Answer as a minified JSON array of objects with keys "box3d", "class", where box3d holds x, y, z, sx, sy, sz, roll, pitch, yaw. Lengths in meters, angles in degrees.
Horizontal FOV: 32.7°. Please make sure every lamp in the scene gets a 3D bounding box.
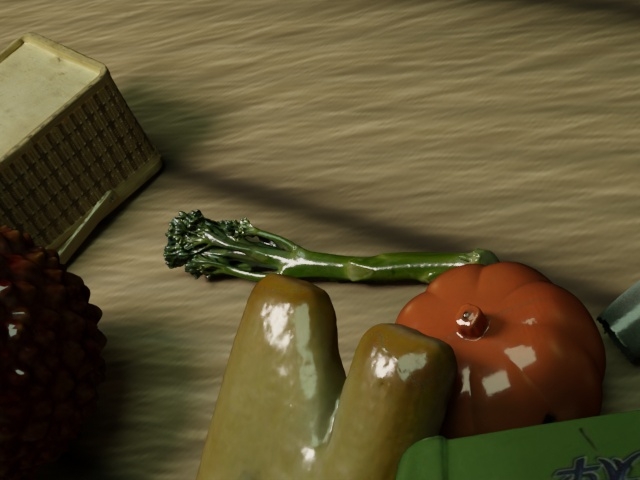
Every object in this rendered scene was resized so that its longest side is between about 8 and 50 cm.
[{"box3d":[0.145,0.105,0.922,0.187,0.164,0.188,-13,49,15],"class":"lamp"}]

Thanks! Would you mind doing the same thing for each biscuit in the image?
[{"box3d":[-0.014,0.188,0.909,0.237,0.062,0.291,24,99,45],"class":"biscuit"}]

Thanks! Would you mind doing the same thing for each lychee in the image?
[{"box3d":[-0.385,0.131,1.104,0.330,0.306,0.306,1,48,-3],"class":"lychee"}]

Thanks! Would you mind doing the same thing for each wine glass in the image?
[{"box3d":[0.337,0.032,0.959,0.198,0.066,0.066,-37,45,-2],"class":"wine glass"}]

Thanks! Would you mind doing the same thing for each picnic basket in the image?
[{"box3d":[-0.390,-0.084,1.371,0.313,0.175,0.228,-45,45,-19],"class":"picnic basket"}]

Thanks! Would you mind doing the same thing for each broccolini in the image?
[{"box3d":[-0.002,0.003,1.150,0.392,0.074,0.079,-1,59,30],"class":"broccolini"}]

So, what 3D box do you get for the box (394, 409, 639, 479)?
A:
[{"box3d":[0.206,0.239,0.729,0.328,0.253,0.178,-11,35,19],"class":"box"}]
